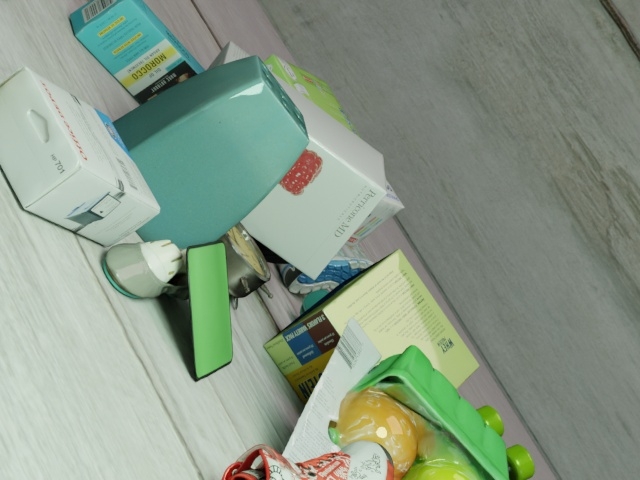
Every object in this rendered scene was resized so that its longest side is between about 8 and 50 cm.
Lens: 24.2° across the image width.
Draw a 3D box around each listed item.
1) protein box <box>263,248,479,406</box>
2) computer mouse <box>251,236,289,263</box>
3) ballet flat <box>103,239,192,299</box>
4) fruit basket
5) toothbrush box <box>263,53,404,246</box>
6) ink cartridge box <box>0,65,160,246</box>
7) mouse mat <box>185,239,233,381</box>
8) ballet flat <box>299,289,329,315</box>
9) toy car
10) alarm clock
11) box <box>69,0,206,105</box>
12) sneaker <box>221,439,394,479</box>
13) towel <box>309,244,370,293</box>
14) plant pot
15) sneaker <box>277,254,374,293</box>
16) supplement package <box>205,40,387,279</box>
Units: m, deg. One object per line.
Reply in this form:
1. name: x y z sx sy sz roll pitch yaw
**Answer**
1. protein box: 0.072 0.158 2.045 0.201 0.136 0.200 55 43 -2
2. computer mouse: -0.110 -0.041 2.301 0.262 0.060 0.184 48 14 21
3. ballet flat: -0.179 0.026 1.697 0.072 0.068 0.213 58 10 12
4. fruit basket: 0.082 0.308 1.771 0.327 0.165 0.353 47 41 -14
5. toothbrush box: -0.011 -0.146 2.484 0.283 0.122 0.206 58 18 21
6. ink cartridge box: -0.268 -0.086 1.594 0.139 0.082 0.191 59 11 21
7. mouse mat: -0.128 0.078 1.737 0.190 0.007 0.152 -12 98 -79
8. ballet flat: 0.029 0.174 2.213 0.247 0.083 0.087 -109 176 -52
9. toy car: 0.198 0.354 2.141 0.149 0.155 0.188 53 -26 34
10. alarm clock: -0.136 -0.001 2.017 0.192 0.064 0.129 60 11 15
11. box: -0.258 -0.269 2.222 0.244 0.100 0.060 47 14 -41
12. sneaker: -0.015 0.248 1.527 0.145 0.090 0.270 51 31 -12
13. towel: 0.000 0.000 2.626 0.374 0.090 0.320 56 10 1
14. plant pot: -0.140 -0.112 1.860 0.165 0.234 0.166 52 11 -22
15. sneaker: 0.013 0.043 2.423 0.191 0.071 0.083 8 24 -32
16. supplement package: -0.070 -0.117 2.151 0.293 0.177 0.175 35 17 -13
